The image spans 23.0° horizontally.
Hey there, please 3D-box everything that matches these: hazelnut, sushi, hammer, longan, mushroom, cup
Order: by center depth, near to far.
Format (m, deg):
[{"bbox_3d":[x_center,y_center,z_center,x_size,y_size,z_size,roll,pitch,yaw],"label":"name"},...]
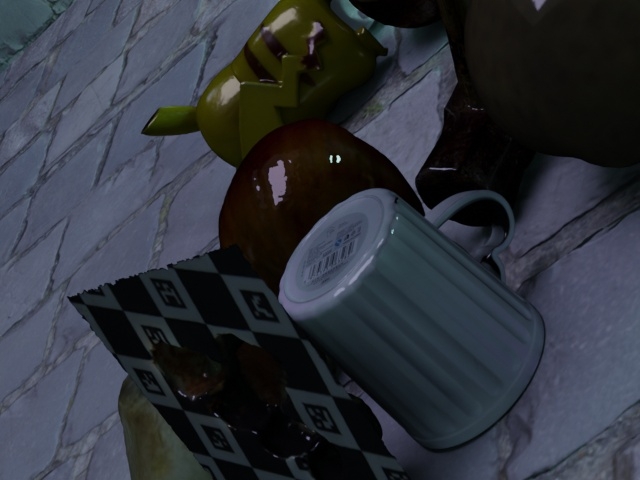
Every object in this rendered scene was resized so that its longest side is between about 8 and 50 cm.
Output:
[{"bbox_3d":[0.256,-0.186,1.439,0.258,0.258,0.258,-40,24,23],"label":"longan"},{"bbox_3d":[0.084,0.049,1.451,0.167,0.202,0.221,-30,30,35],"label":"cup"},{"bbox_3d":[-0.047,0.132,1.453,0.069,0.320,0.339,-45,16,-31],"label":"sushi"},{"bbox_3d":[0.143,-0.231,1.556,0.095,0.409,0.242,7,51,29],"label":"hammer"},{"bbox_3d":[0.000,0.000,1.610,0.217,0.251,0.217,-11,43,11],"label":"hazelnut"},{"bbox_3d":[-0.126,0.189,1.672,0.267,0.164,0.189,-44,22,14],"label":"mushroom"}]

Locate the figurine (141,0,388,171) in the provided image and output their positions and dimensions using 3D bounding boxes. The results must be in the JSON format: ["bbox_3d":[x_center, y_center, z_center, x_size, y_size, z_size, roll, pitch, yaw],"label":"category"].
[{"bbox_3d":[-0.061,-0.196,2.165,0.327,0.218,0.169,-48,-19,22],"label":"figurine"}]

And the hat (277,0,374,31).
[{"bbox_3d":[0.027,-0.367,2.281,0.203,0.126,0.203,-54,15,22],"label":"hat"}]

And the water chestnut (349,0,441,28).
[{"bbox_3d":[0.116,-0.394,2.055,0.223,0.238,0.224,-31,39,29],"label":"water chestnut"}]
